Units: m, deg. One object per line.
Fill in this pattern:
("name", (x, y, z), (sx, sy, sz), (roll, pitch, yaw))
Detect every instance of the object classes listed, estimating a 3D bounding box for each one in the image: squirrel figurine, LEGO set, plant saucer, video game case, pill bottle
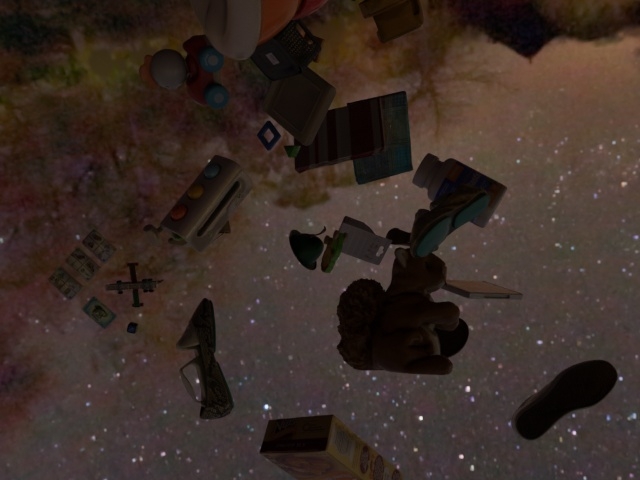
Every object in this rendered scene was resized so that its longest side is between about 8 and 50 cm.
("squirrel figurine", (0.224, 0.207, 1.816), (0.396, 0.371, 0.281), (-2, 172, 18))
("LEGO set", (-0.516, 0.112, 1.473), (0.182, 0.244, 0.060), (-45, -172, 8))
("plant saucer", (0.415, 0.327, 1.970), (0.168, 0.029, 0.168), (-26, -147, 18))
("video game case", (0.573, 0.179, 2.195), (0.285, 0.025, 0.204), (5, -172, -33))
("pill bottle", (0.436, -0.167, 1.892), (0.272, 0.152, 0.152), (31, -147, 13))

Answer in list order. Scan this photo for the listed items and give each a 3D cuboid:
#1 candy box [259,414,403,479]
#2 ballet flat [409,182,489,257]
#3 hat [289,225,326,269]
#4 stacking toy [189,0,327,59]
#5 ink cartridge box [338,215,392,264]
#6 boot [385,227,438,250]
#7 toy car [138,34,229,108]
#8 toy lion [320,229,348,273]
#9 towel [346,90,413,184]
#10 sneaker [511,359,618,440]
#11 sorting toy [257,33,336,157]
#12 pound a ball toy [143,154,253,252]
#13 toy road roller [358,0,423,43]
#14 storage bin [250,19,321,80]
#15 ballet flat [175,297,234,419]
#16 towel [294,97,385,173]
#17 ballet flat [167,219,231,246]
("candy box", (0.032, 0.510, 1.355), (0.182, 0.316, 0.088), (-15, -139, 34))
("ballet flat", (0.333, -0.064, 1.665), (0.348, 0.123, 0.123), (-33, -152, -32))
("hat", (0.000, 0.000, 2.248), (0.183, 0.173, 0.209), (-32, -156, 21))
("stacking toy", (-0.008, -0.552, 1.092), (0.479, 0.351, 0.350), (-20, -159, -19))
("ink cartridge box", (0.145, 0.001, 2.065), (0.179, 0.145, 0.045), (18, -133, -3))
("boot", (0.380, 0.008, 2.482), (0.152, 0.073, 0.197), (22, 174, -37))
("toy car", (-0.421, -0.496, 1.788), (0.237, 0.210, 0.219), (-14, -148, -17))
("toy lion", (0.028, 0.031, 1.450), (0.034, 0.096, 0.100), (16, 163, -17))
("towel", (0.260, -0.435, 2.559), (0.271, 0.370, 0.040), (-15, -150, -10))
("sneaker", (0.597, 0.388, 1.494), (0.290, 0.106, 0.123), (-31, 169, 0))
("sorting toy", (-0.055, -0.387, 1.634), (0.196, 0.348, 0.047), (42, -149, 22))
("pound a ball toy", (-0.385, -0.110, 1.778), (0.208, 0.136, 0.319), (23, -110, 38))
("toy road roller", (0.216, -0.747, 1.806), (0.202, 0.241, 0.329), (-15, -157, 26))
("storage bin", (-0.097, -0.473, 1.465), (0.084, 0.122, 0.180), (-52, -152, -15))
("ballet flat", (-0.478, 0.478, 2.383), (0.181, 0.483, 0.164), (-10, 173, -25))
("towel", (0.062, -0.369, 2.093), (0.328, 0.037, 0.237), (-11, -120, 16))
("ballet flat", (-0.430, -0.014, 2.145), (0.232, 0.073, 0.080), (-23, 179, -11))
